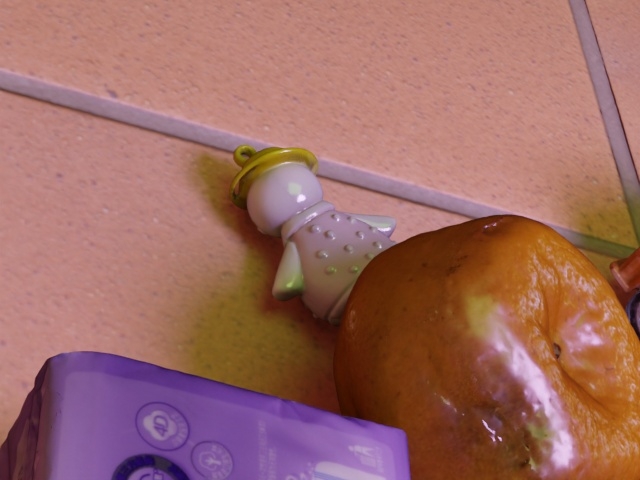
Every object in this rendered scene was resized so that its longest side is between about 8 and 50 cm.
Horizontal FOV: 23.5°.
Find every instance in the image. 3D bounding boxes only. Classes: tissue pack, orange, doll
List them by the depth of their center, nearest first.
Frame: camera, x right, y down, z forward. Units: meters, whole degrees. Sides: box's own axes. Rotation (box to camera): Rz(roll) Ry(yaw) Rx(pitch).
[{"bbox_3d":[-0.069,0.255,0.850,0.242,0.160,0.338,16,46,-20],"label":"tissue pack"},{"bbox_3d":[0.105,0.107,1.070,0.249,0.183,0.249,28,47,-35],"label":"orange"},{"bbox_3d":[0.000,0.000,1.189,0.129,0.081,0.207,-29,69,-33],"label":"doll"}]

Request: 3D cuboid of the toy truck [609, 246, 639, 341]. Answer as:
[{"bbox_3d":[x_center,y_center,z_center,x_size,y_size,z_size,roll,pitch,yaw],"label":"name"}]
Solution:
[{"bbox_3d":[0.439,0.117,1.287,0.173,0.207,0.387,-12,61,-40],"label":"toy truck"}]
